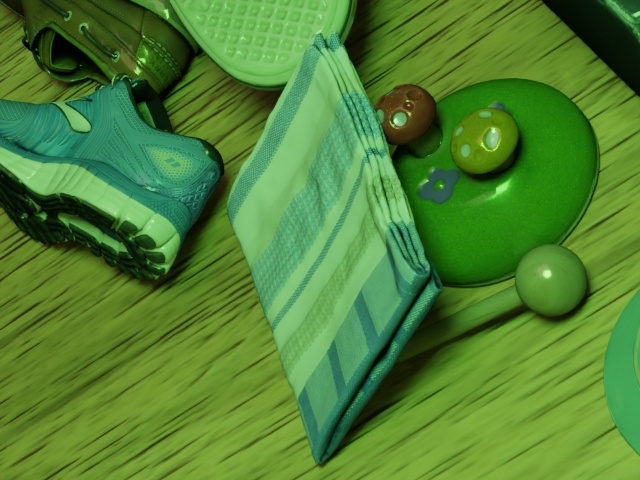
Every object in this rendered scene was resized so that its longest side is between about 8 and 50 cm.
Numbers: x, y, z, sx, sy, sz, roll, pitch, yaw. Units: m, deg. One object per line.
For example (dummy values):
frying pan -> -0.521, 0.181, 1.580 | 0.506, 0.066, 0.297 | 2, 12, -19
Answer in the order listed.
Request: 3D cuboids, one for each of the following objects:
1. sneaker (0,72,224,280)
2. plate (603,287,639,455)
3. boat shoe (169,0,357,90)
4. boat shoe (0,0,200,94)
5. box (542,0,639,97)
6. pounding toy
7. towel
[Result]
sneaker -> -0.208, -0.075, 1.589 | 0.330, 0.130, 0.147 | 23, 60, 40
plate -> 0.276, 0.073, 1.189 | 0.188, 0.024, 0.188 | -19, 50, 25
boat shoe -> -0.061, -0.306, 1.603 | 0.186, 0.156, 0.500 | -31, 47, 10
boat shoe -> -0.247, -0.215, 1.703 | 0.307, 0.111, 0.104 | 22, 73, 43
box -> 0.337, -0.291, 1.269 | 0.395, 0.212, 0.293 | -39, 45, 5
pounding toy -> 0.108, -0.047, 1.332 | 0.183, 0.110, 0.237 | -17, 51, 26
towel -> 0.000, 0.000, 1.360 | 0.209, 0.034, 0.285 | -60, 35, 36
